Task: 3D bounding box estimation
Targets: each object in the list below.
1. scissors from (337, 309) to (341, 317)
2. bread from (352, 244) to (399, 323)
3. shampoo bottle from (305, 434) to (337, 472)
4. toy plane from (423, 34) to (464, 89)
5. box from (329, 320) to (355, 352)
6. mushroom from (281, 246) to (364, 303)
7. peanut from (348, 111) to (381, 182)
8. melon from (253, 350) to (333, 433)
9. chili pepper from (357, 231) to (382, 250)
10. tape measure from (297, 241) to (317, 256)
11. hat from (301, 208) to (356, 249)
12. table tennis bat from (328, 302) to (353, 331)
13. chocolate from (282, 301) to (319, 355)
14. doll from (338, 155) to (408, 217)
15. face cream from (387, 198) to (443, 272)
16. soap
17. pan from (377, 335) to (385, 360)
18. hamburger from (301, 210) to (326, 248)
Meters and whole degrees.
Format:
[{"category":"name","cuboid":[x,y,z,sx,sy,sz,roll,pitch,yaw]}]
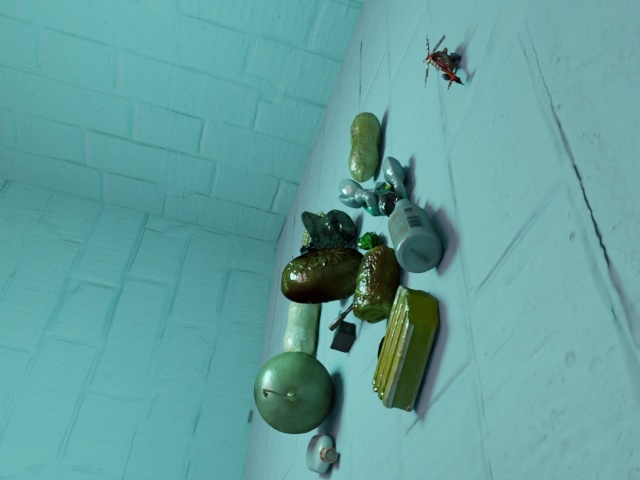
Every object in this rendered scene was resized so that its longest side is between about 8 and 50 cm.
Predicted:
[{"category":"scissors","cuboid":[0.058,0.278,2.084,0.036,0.006,0.083,173,110,-82]},{"category":"bread","cuboid":[0.142,0.112,1.543,0.132,0.103,0.172,134,153,-59]},{"category":"shampoo bottle","cuboid":[0.003,0.624,1.779,0.221,0.051,0.108,128,157,-69]},{"category":"toy plane","cuboid":[0.305,-0.425,1.464,0.194,0.077,0.126,-131,51,-69]},{"category":"box","cuboid":[0.069,0.291,1.856,0.063,0.060,0.085,-80,8,-49]},{"category":"mushroom","cuboid":[0.019,0.104,1.841,0.297,0.278,0.163,-5,88,39]},{"category":"peanut","cuboid":[0.148,-0.317,2.090,0.125,0.111,0.275,112,169,-60]},{"category":"melon","cuboid":[-0.083,0.472,1.905,0.308,0.271,0.272,-136,60,-72]},{"category":"chili pepper","cuboid":[0.154,0.016,1.779,0.182,0.050,0.073,-116,48,-71]},{"category":"tape measure","cuboid":[0.004,0.123,2.086,0.182,0.107,0.181,56,-168,-35]},{"category":"hat","cuboid":[0.052,-0.036,2.132,0.128,0.265,0.266,-38,24,19]},{"category":"table tennis bat","cuboid":[0.121,0.237,1.782,0.170,0.119,0.107,-47,-5,14]},{"category":"chocolate","cuboid":[-0.077,0.347,2.396,0.134,0.134,0.309,115,165,-49]},{"category":"doll","cuboid":[0.175,-0.142,1.677,0.258,0.194,0.153,6,119,55]},{"category":"face cream","cuboid":[0.205,-0.028,1.387,0.252,0.101,0.101,-95,21,-63]},{"category":"soap","cuboid":[0.178,0.222,1.274,0.140,0.073,0.232,-136,60,-77]},{"category":"pan","cuboid":[0.162,0.263,1.450,0.115,0.023,0.069,138,145,-78]},{"category":"hamburger","cuboid":[0.001,-0.004,2.380,0.237,0.147,0.237,-173,90,-84]}]
